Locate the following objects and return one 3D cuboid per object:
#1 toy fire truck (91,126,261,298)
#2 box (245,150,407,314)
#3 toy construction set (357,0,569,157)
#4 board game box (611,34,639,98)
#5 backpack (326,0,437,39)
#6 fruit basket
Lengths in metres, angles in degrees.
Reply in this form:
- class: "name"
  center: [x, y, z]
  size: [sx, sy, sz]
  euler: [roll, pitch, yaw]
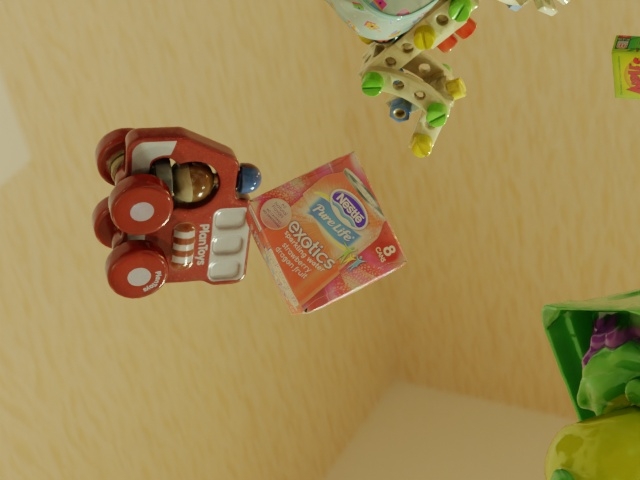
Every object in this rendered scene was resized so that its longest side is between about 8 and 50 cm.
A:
- class: "toy fire truck"
  center: [-0.227, -0.051, 2.122]
  size: [0.254, 0.302, 0.169]
  euler: [-4, -142, -19]
- class: "box"
  center: [0.000, 0.000, 1.665]
  size: [0.142, 0.154, 0.300]
  euler: [-25, 178, -5]
- class: "toy construction set"
  center: [0.180, -0.281, 1.806]
  size: [0.328, 0.215, 0.151]
  euler: [-43, -159, 22]
- class: "board game box"
  center: [0.532, -0.256, 1.975]
  size: [0.181, 0.092, 0.043]
  euler: [6, -131, 22]
- class: "backpack"
  center: [0.071, -0.347, 1.606]
  size: [0.166, 0.188, 0.144]
  euler: [-40, -173, -28]
- class: "fruit basket"
  center: [0.363, 0.252, 1.518]
  size: [0.392, 0.392, 0.283]
  euler: [-26, -171, -19]
